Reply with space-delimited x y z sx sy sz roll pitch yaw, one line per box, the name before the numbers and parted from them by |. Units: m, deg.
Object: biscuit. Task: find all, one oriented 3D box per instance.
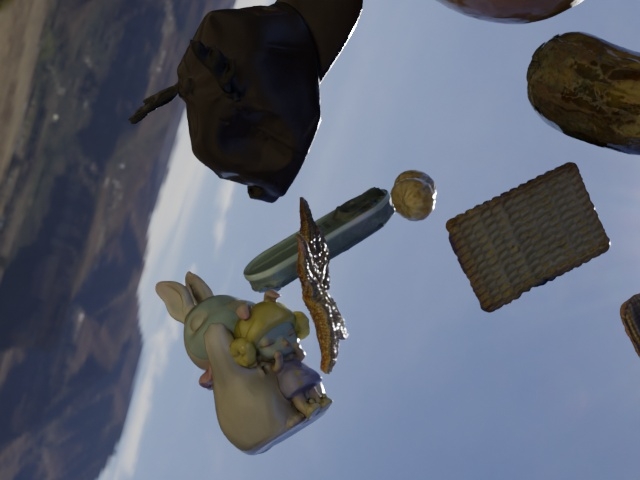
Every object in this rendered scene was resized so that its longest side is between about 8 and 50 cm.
biscuit | 0.345 -0.006 1.835 0.172 0.254 0.029 65 -7 -7

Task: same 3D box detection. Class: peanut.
peanut | 0.167 -0.084 1.981 0.187 0.082 0.082 -66 177 -72

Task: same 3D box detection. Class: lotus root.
lotus root | 0.422 -0.212 1.602 0.275 0.160 0.152 33 -59 41

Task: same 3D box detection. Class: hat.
hat | -0.106 -0.237 1.391 0.238 0.209 0.336 11 -99 56

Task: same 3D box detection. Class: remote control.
remote control | 0.000 0.000 1.620 0.247 0.052 0.104 -31 -164 -4

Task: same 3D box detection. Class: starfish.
starfish | -0.006 0.053 1.420 0.240 0.043 0.227 71 7 -59

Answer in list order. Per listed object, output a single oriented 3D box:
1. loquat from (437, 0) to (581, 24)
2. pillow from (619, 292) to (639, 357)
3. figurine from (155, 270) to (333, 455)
loquat | 0.224 -0.420 1.300 0.328 0.328 0.328 -163 -90 -78
pillow | 0.637 0.125 1.966 0.211 0.135 0.034 -31 -168 -9
figurine | -0.092 0.117 1.254 0.235 0.127 0.155 58 -30 11
